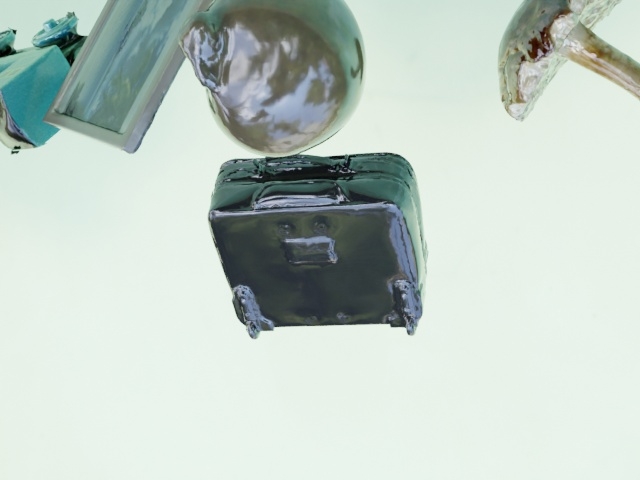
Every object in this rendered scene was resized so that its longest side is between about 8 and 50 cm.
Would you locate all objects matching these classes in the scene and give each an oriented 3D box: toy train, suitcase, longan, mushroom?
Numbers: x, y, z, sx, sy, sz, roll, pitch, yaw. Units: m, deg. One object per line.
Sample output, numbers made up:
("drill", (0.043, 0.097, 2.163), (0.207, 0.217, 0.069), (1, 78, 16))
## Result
("toy train", (-0.416, -0.202, 1.544), (0.298, 0.194, 0.120), (0, 128, 45))
("suitcase", (0.000, 0.000, 1.921), (0.345, 0.188, 0.339), (-1, 135, 15))
("longan", (-0.048, -0.175, 1.121), (0.204, 0.185, 0.159), (14, 168, -39))
("mushroom", (0.327, -0.189, 1.331), (0.207, 0.302, 0.233), (-9, 143, -24))

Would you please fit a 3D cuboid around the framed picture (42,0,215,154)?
("framed picture", (-0.195, -0.254, 1.314), (0.024, 0.315, 0.232), (32, 172, -37))
